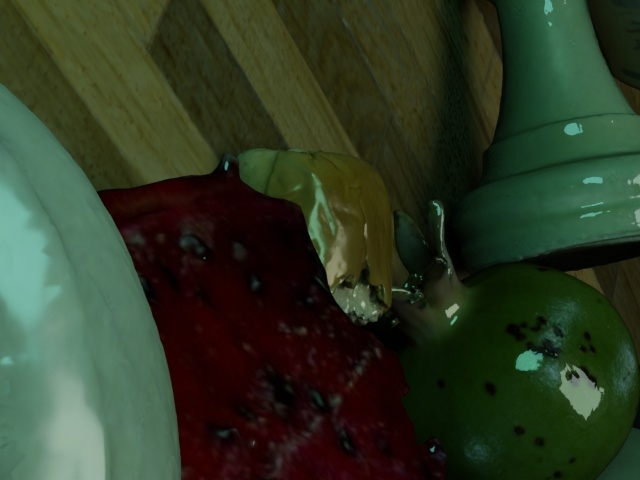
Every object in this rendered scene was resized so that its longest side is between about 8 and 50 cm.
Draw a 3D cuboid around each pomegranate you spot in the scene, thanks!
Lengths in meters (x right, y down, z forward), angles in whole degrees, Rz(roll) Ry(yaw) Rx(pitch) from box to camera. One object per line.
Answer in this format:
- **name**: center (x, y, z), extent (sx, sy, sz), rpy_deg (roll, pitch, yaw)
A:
- **pomegranate**: center (0.108, 0.077, 1.051), extent (0.224, 0.181, 0.181), rpy_deg (50, 40, -18)

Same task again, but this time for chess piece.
- **chess piece**: center (0.178, -0.131, 1.193), extent (0.194, 0.195, 0.299), rpy_deg (6, 73, -62)

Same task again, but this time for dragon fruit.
- **dragon fruit**: center (-0.124, 0.123, 0.675), extent (0.329, 0.228, 0.286), rpy_deg (7, 47, -43)

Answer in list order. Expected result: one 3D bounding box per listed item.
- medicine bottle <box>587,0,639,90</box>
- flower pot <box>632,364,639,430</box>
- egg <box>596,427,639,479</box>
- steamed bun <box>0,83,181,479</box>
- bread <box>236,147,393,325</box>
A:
- **medicine bottle**: center (0.296, -0.342, 1.360), extent (0.406, 0.236, 0.235), rpy_deg (57, 40, -45)
- **flower pot**: center (0.327, 0.179, 1.432), extent (0.235, 0.235, 0.148), rpy_deg (-5, 74, -63)
- **egg**: center (0.197, 0.251, 1.147), extent (0.282, 0.203, 0.203), rpy_deg (-54, 134, -56)
- **steamed bun**: center (-0.174, 0.068, 0.400), extent (0.177, 0.283, 0.283), rpy_deg (95, -1, -78)
- **bread**: center (0.000, 0.000, 0.922), extent (0.125, 0.082, 0.106), rpy_deg (16, 80, -58)
